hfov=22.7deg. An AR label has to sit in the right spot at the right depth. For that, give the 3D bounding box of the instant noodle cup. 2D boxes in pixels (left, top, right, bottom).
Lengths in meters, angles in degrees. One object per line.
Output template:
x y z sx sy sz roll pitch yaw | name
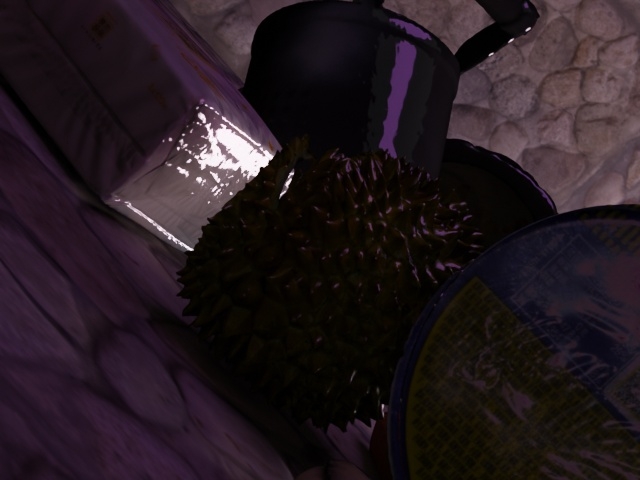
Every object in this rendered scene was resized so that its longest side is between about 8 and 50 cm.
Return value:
0.210 0.105 1.088 0.284 0.284 0.312 48 12 6 | instant noodle cup

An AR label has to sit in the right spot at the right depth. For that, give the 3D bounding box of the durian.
0.018 0.031 1.115 0.176 0.200 0.237 25 -13 21 | durian

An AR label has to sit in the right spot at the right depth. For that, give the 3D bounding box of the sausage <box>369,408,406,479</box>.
0.073 0.176 1.248 0.065 0.065 0.169 47 4 -8 | sausage

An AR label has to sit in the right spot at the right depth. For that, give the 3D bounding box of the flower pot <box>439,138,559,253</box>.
0.122 0.038 1.725 0.266 0.266 0.267 48 -5 6 | flower pot

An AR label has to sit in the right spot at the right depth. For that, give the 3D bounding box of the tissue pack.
-0.149 -0.115 1.266 0.225 0.124 0.185 50 8 27 | tissue pack

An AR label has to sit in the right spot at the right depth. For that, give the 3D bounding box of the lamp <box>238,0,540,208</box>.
0.023 -0.080 1.492 0.205 0.374 0.272 34 40 -43 | lamp

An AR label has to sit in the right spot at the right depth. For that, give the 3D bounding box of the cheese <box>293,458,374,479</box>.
0.024 0.189 0.825 0.127 0.054 0.251 48 6 -1 | cheese
